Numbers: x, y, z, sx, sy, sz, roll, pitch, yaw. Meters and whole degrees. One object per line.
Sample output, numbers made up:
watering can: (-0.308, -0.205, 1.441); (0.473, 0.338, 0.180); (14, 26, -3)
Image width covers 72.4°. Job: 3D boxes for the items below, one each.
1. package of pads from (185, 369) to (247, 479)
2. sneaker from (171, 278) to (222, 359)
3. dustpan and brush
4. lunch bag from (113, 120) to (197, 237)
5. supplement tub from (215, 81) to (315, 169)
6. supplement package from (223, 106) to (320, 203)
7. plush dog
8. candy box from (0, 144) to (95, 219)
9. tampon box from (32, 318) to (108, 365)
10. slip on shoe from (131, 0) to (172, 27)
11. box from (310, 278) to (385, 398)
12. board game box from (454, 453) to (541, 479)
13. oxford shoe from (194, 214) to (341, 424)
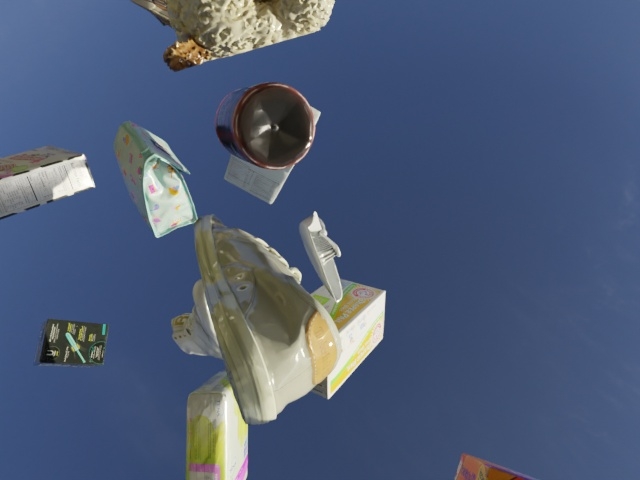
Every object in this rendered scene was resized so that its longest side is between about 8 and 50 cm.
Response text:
package of pads: (-0.247, 0.488, 1.068); (0.101, 0.229, 0.297); (-1, -94, 4)
sneaker: (-0.304, 0.200, 1.074); (0.169, 0.293, 0.108); (4, -138, 12)
dustpan and brush: (0.000, 0.000, 0.779); (0.060, 0.147, 0.211); (-24, -156, -9)
lunch bag: (-0.468, -0.184, 1.230); (0.160, 0.262, 0.223); (-26, -129, -22)
supplement tub: (-0.088, -0.160, 0.605); (0.106, 0.106, 0.198); (-42, -153, -7)
supplement package: (-0.127, -0.242, 1.124); (0.149, 0.203, 0.194); (28, -119, -9)
plush dog: (-0.142, -0.352, 0.545); (0.210, 0.226, 0.262); (-34, -147, -32)
candy box: (-0.567, -0.103, 0.796); (0.159, 0.071, 0.233); (16, -146, 35)
tampon box: (-0.714, 0.297, 1.254); (0.101, 0.161, 0.121); (-23, -120, 45)
slip on shoe: (-0.289, -0.418, 0.806); (0.135, 0.041, 0.051); (20, -138, -5)
box: (0.020, 0.156, 0.756); (0.114, 0.203, 0.103); (13, -66, 30)
board game box: (0.318, 0.500, 0.504); (0.356, 0.356, 0.357); (13, -109, 18)
oxford shoe: (-0.094, 0.069, 0.603); (0.130, 0.169, 0.449); (-18, -157, -16)
